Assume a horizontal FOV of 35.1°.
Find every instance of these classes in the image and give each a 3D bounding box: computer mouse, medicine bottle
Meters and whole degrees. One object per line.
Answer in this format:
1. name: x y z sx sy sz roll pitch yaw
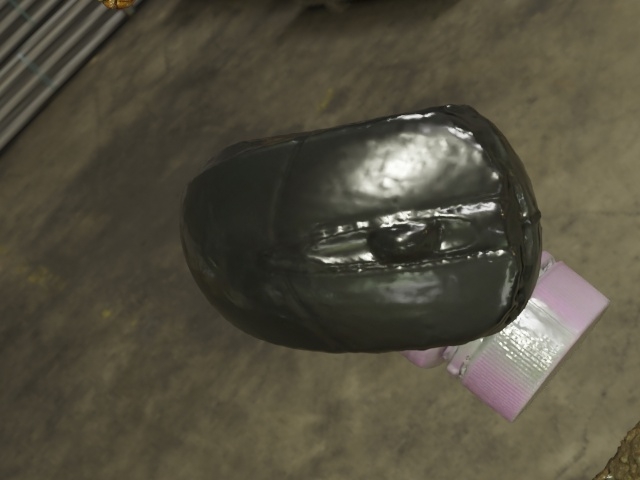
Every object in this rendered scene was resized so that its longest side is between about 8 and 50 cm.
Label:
1. computer mouse: 0.000 0.000 0.617 0.269 0.138 0.086 -4 16 38
2. medicine bottle: 0.200 0.064 1.374 0.324 0.256 0.256 38 79 18

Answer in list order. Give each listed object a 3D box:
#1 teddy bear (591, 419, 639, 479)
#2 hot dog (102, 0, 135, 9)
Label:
1. teddy bear: 0.190 0.170 0.538 0.129 0.251 0.182 -3 40 13
2. hot dog: -0.271 -0.335 1.289 0.038 0.062 0.144 -63 33 29
